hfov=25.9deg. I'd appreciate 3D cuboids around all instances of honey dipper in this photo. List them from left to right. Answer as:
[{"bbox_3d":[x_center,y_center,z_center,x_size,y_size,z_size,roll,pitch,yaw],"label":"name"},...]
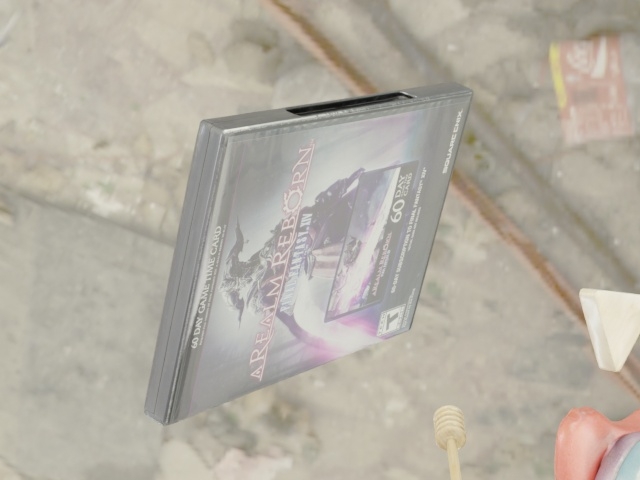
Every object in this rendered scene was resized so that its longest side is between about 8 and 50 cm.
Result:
[{"bbox_3d":[0.124,0.209,1.279,0.031,0.160,0.030,0,118,0],"label":"honey dipper"}]

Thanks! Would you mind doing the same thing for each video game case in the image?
[{"bbox_3d":[0.000,0.000,0.925,0.026,0.274,0.196,26,115,30],"label":"video game case"}]

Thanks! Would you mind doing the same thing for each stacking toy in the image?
[{"bbox_3d":[0.377,0.168,1.328,0.130,0.309,0.279,6,100,54],"label":"stacking toy"}]
